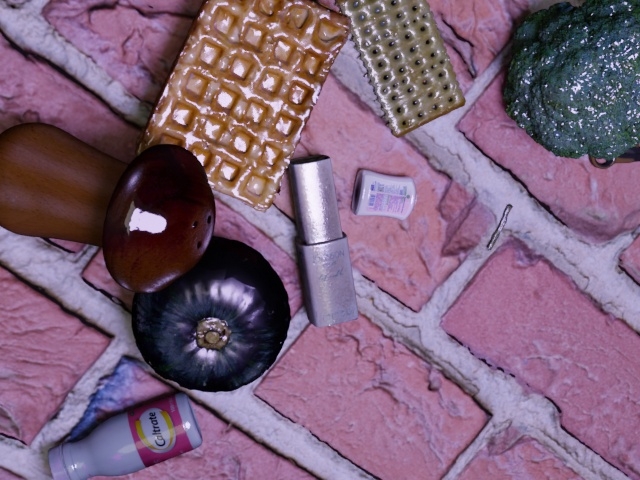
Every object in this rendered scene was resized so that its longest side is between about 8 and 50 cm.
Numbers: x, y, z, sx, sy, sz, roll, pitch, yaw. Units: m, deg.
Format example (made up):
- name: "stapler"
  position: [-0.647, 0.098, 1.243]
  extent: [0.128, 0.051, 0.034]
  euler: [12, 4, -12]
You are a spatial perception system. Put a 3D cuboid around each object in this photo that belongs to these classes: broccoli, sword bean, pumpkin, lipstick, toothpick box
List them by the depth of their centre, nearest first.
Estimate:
- name: "toothpick box"
  position: [-0.280, -0.052, 1.044]
  extent: [0.295, 0.192, 0.192]
  euler: [18, 99, 18]
- name: "pumpkin"
  position: [-0.156, 0.106, 1.172]
  extent: [0.233, 0.163, 0.232]
  euler: [-2, 103, -10]
- name: "broccoli"
  position: [0.411, -0.251, 1.209]
  extent: [0.270, 0.270, 0.269]
  euler: [-22, 111, -46]
- name: "lipstick"
  position: [0.000, 0.000, 1.230]
  extent: [0.079, 0.077, 0.252]
  euler: [-13, 106, -11]
- name: "sword bean"
  position: [0.296, -0.022, 1.336]
  extent: [0.012, 0.012, 0.083]
  euler: [23, 95, -18]

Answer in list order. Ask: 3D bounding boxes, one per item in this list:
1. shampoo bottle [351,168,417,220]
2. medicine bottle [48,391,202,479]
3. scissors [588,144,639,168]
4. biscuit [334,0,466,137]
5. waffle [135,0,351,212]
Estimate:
- name: "shampoo bottle"
  position: [0.103, -0.070, 1.258]
  extent: [0.099, 0.043, 0.072]
  euler: [6, 102, -16]
- name: "medicine bottle"
  position: [-0.292, 0.306, 1.221]
  extent: [0.217, 0.090, 0.090]
  euler: [-20, 107, -9]
- name: "scissors"
  position: [0.556, -0.140, 1.371]
  extent: [0.220, 0.017, 0.088]
  euler: [16, 98, -18]
- name: "biscuit"
  position: [0.125, -0.283, 1.229]
  extent: [0.139, 0.016, 0.231]
  euler: [-27, 108, -8]
- name: "waffle"
  position: [-0.106, -0.220, 1.147]
  extent: [0.213, 0.091, 0.307]
  euler: [24, 97, -19]
